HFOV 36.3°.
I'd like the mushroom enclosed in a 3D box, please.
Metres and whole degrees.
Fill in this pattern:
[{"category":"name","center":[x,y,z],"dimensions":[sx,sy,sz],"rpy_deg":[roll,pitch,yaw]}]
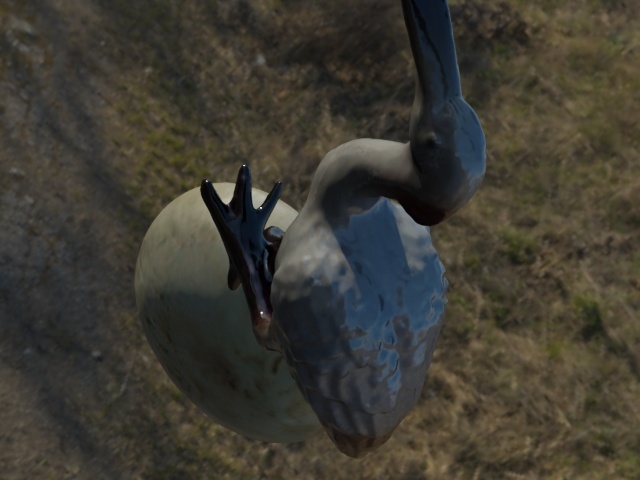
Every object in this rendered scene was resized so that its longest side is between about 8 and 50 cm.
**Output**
[{"category":"mushroom","center":[-0.037,0.050,0.882],"dimensions":[0.243,0.243,0.243],"rpy_deg":[36,30,-25]}]

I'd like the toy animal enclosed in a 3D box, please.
[{"category":"toy animal","center":[0.014,0.016,0.504],"dimensions":[0.090,0.324,0.195],"rpy_deg":[-23,83,-23]}]
